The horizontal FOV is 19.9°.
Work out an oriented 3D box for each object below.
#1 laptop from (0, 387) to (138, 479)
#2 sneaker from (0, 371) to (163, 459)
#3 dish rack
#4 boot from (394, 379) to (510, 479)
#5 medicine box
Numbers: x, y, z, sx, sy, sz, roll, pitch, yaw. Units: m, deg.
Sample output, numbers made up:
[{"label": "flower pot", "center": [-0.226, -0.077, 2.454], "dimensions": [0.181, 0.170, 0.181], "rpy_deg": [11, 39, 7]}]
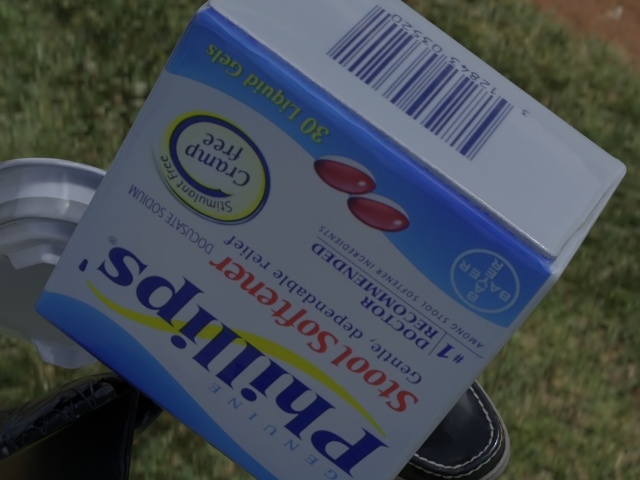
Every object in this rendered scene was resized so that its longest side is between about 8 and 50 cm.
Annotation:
[{"label": "laptop", "center": [-0.241, 0.364, 1.248], "dimensions": [0.382, 0.236, 0.408], "rpy_deg": [-29, 78, 12]}, {"label": "sneaker", "center": [-0.256, 0.183, 1.728], "dimensions": [0.286, 0.130, 0.109], "rpy_deg": [-31, 93, -50]}, {"label": "dish rack", "center": [-0.206, 0.032, 1.462], "dimensions": [0.285, 0.333, 0.072], "rpy_deg": [22, 65, -38]}, {"label": "boot", "center": [0.019, 0.034, 1.566], "dimensions": [0.138, 0.284, 0.377], "rpy_deg": [-32, 63, -13]}, {"label": "medicine box", "center": [0.000, 0.000, 1.175], "dimensions": [0.263, 0.289, 0.149], "rpy_deg": [36, 38, 4]}]
